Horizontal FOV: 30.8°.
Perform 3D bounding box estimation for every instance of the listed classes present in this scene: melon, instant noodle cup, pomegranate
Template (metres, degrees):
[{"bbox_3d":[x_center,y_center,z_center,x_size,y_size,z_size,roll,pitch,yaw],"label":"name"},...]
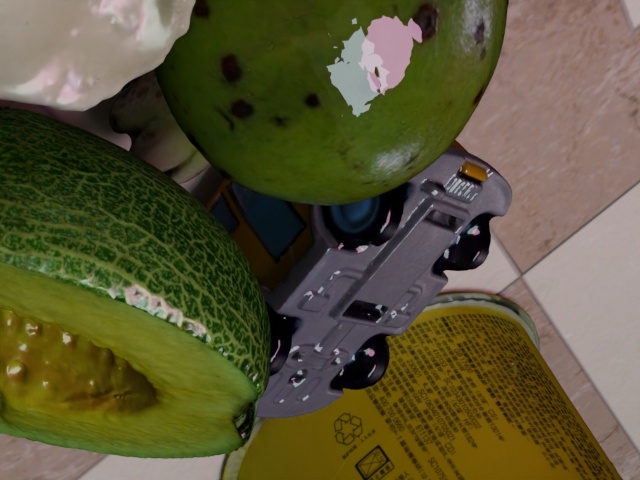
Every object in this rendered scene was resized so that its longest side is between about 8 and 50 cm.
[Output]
[{"bbox_3d":[-0.102,0.025,0.615,0.169,0.129,0.265,16,151,-4],"label":"melon"},{"bbox_3d":[0.115,0.241,0.951,0.326,0.254,0.325,-20,137,-20],"label":"instant noodle cup"},{"bbox_3d":[-0.018,-0.107,0.584,0.248,0.202,0.202,-25,152,38],"label":"pomegranate"}]

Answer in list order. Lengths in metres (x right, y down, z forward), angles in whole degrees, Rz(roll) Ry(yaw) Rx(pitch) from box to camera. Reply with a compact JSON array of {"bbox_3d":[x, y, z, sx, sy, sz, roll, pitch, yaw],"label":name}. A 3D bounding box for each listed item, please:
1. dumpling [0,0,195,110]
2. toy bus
[{"bbox_3d":[-0.162,-0.152,0.451,0.258,0.147,0.193,26,105,-15],"label":"dumpling"},{"bbox_3d":[0.000,0.000,0.718,0.126,0.136,0.209,15,120,-51],"label":"toy bus"}]
